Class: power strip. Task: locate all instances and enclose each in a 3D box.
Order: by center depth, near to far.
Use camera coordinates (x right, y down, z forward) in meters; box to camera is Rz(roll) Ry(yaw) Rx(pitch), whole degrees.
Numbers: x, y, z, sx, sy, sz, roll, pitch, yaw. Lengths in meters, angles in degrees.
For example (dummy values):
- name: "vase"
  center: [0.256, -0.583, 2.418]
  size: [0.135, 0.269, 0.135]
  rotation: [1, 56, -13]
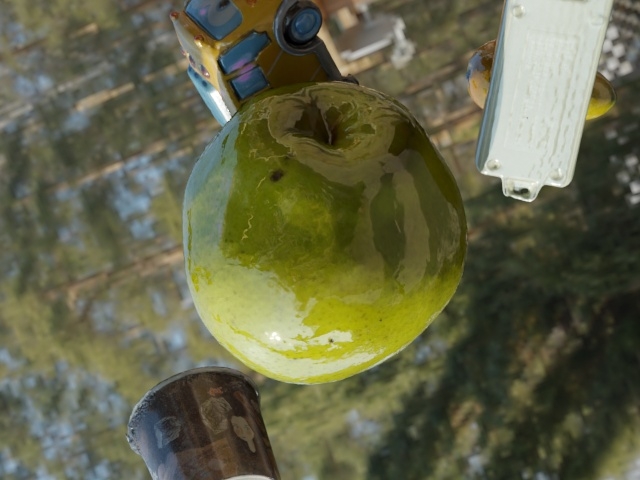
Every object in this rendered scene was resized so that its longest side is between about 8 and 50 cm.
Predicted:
- name: "power strip"
  center: [0.215, -0.193, 1.350]
  size: [0.058, 0.098, 0.338]
  rotation: [-75, -6, -57]

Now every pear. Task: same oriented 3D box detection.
- name: "pear"
  center: [0.000, 0.000, 1.383]
  size: [0.294, 0.294, 0.294]
  rotation: [59, -162, -32]

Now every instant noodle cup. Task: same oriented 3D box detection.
- name: "instant noodle cup"
  center: [-0.163, 0.334, 2.194]
  size: [0.217, 0.217, 0.207]
  rotation: [52, -173, -46]

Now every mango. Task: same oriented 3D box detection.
- name: "mango"
  center: [0.238, -0.172, 1.607]
  size: [0.111, 0.163, 0.089]
  rotation: [-26, -53, -42]

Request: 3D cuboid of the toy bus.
- name: "toy bus"
  center: [-0.060, -0.180, 1.469]
  size: [0.126, 0.136, 0.209]
  rotation: [47, 171, 45]
